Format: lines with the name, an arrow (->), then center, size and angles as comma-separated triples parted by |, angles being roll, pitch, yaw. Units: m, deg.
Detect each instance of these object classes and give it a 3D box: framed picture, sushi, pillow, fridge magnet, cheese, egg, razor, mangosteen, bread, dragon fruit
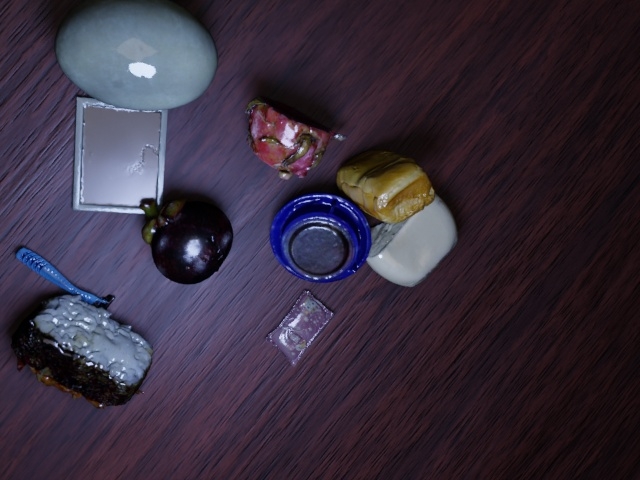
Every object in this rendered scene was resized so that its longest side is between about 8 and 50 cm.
framed picture -> -0.488, -0.202, 1.690 | 0.216, 0.016, 0.273 | 4, 99, -17
sushi -> -0.558, 0.274, 1.675 | 0.343, 0.196, 0.182 | 35, 129, -14
pillow -> -0.057, 0.237, 1.884 | 0.118, 0.043, 0.185 | 41, 84, -13
fridge magnet -> 0.000, 0.000, 1.797 | 0.265, 0.113, 0.266 | 2, 118, 4
cheese -> 0.240, -0.011, 1.881 | 0.233, 0.127, 0.266 | 44, 84, -16
egg -> -0.405, -0.419, 1.548 | 0.352, 0.258, 0.259 | 8, 98, -21
razor -> -0.628, 0.100, 1.693 | 0.253, 0.042, 0.082 | 40, 89, -18
mangosteen -> -0.338, -0.014, 1.682 | 0.250, 0.211, 0.211 | 34, 90, 1
bread -> 0.154, -0.139, 1.744 | 0.166, 0.294, 0.132 | -26, 111, -10
dragon fruit -> -0.076, -0.243, 1.708 | 0.282, 0.211, 0.147 | 18, 108, -36
